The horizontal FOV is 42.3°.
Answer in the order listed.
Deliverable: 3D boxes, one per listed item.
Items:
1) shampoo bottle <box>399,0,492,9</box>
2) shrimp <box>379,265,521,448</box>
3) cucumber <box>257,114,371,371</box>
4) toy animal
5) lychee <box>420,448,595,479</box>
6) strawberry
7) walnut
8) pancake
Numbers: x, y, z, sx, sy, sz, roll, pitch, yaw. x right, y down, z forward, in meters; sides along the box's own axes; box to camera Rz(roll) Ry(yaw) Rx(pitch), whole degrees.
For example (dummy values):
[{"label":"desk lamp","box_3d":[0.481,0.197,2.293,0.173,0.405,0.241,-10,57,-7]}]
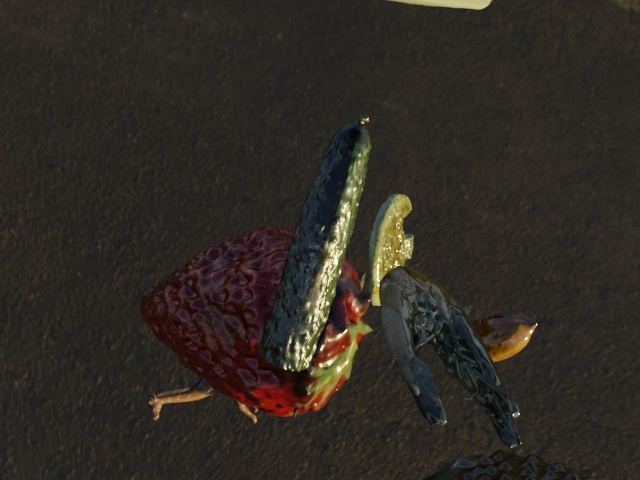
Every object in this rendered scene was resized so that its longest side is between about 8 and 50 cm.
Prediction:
[{"label":"shampoo bottle","box_3d":[0.028,-0.256,0.741,0.284,0.071,0.153,-8,29,-43]},{"label":"shrimp","box_3d":[0.122,0.125,0.807,0.217,0.051,0.150,55,31,1]},{"label":"cucumber","box_3d":[0.000,0.000,0.922,0.067,0.067,0.293,16,97,-9]},{"label":"toy animal","box_3d":[-0.221,0.309,1.709,0.229,0.066,0.224,39,70,-24]},{"label":"lychee","box_3d":[0.111,0.198,0.434,0.171,0.171,0.171,9,56,-14]},{"label":"strawberry","box_3d":[-0.080,0.101,1.216,0.310,0.292,0.292,38,54,22]},{"label":"walnut","box_3d":[0.397,0.218,1.878,0.116,0.207,0.116,32,44,-38]},{"label":"pancake","box_3d":[0.153,0.025,1.788,0.037,0.253,0.253,10,51,22]}]
